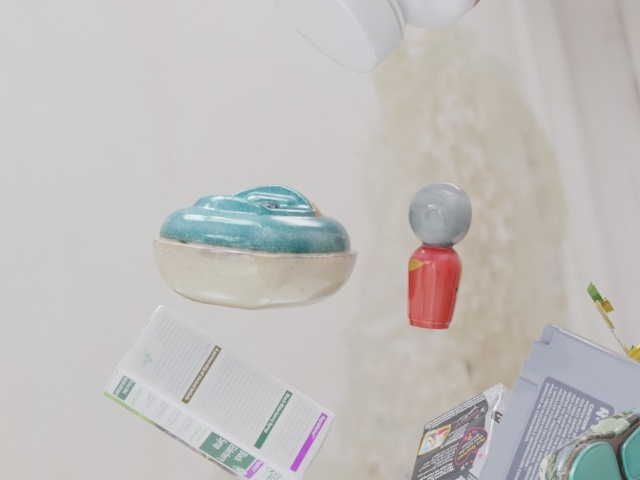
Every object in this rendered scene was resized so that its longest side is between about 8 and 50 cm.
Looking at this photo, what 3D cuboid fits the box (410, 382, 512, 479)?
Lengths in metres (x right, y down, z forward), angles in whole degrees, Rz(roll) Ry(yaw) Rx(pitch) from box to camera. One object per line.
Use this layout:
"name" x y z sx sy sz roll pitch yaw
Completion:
"box" 0.268 0.338 2.606 0.247 0.163 0.142 38 -137 -21

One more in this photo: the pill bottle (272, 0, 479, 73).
"pill bottle" 0.130 -0.375 2.038 0.407 0.229 0.229 -45 -52 -14

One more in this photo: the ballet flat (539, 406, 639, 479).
"ballet flat" 0.198 0.170 1.418 0.188 0.070 0.070 -12 -90 -57

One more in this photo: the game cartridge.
"game cartridge" 0.243 0.248 1.895 0.060 0.196 0.294 18 -85 -38

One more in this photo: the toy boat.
"toy boat" 0.000 0.000 1.994 0.267 0.318 0.148 -6 -78 -71

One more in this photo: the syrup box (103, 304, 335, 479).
"syrup box" -0.112 0.182 2.134 0.237 0.093 0.096 33 -117 -2

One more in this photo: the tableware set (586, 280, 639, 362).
"tableware set" 0.416 0.123 2.667 0.104 0.024 0.154 55 -174 -38
